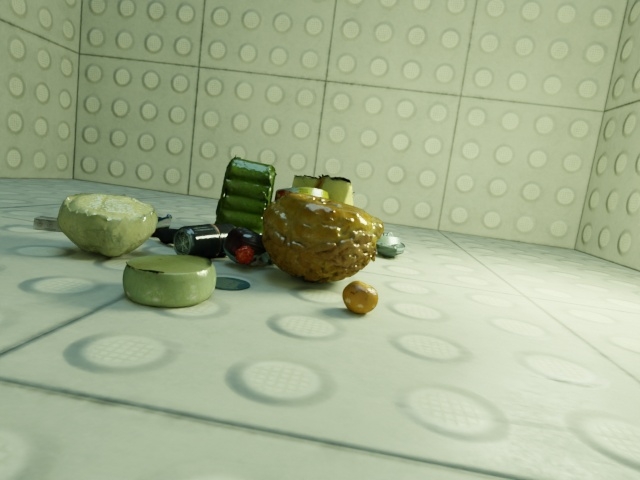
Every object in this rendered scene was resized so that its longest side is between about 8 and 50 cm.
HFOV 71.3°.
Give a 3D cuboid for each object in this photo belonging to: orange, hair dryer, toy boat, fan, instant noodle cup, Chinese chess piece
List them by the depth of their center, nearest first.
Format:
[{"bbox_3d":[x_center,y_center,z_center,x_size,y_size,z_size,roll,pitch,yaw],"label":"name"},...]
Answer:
[{"bbox_3d":[-0.318,0.082,0.949,0.188,0.083,0.188,5,11,-1],"label":"Chinese chess piece"},{"bbox_3d":[0.089,0.130,1.011,0.083,0.070,0.083,23,8,-3],"label":"orange"},{"bbox_3d":[-0.262,0.101,1.109,0.175,0.005,0.113,8,8,3],"label":"fan"},{"bbox_3d":[-0.448,-0.004,1.434,0.352,0.107,0.189,4,6,36],"label":"hair dryer"},{"bbox_3d":[-0.658,-0.083,1.633,0.262,0.115,0.114,10,9,16],"label":"toy boat"},{"bbox_3d":[-0.076,-0.086,1.694,0.264,0.200,0.264,1,-6,0],"label":"instant noodle cup"},{"bbox_3d":[0.282,0.014,1.906,0.141,0.092,0.319,4,9,-8],"label":"toy boat"}]

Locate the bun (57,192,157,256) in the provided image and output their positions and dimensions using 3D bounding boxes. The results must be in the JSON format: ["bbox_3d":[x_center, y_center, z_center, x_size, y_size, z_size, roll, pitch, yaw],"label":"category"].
[{"bbox_3d":[-0.595,-0.036,1.252,0.259,0.152,0.259,13,19,-5],"label":"bun"}]

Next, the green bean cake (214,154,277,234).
[{"bbox_3d":[-0.290,-0.153,1.694,0.218,0.335,0.319,8,4,-6],"label":"green bean cake"}]

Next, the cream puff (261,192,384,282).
[{"bbox_3d":[0.000,0.000,1.254,0.342,0.231,0.327,7,10,-35],"label":"cream puff"}]

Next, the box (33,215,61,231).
[{"bbox_3d":[-0.838,-0.049,1.502,0.218,0.040,0.055,6,7,-8],"label":"box"}]

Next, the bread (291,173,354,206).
[{"bbox_3d":[0.013,-0.136,1.921,0.345,0.405,0.242,27,27,30],"label":"bread"}]

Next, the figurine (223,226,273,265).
[{"bbox_3d":[-0.179,0.028,1.361,0.138,0.110,0.245,19,6,40],"label":"figurine"}]
